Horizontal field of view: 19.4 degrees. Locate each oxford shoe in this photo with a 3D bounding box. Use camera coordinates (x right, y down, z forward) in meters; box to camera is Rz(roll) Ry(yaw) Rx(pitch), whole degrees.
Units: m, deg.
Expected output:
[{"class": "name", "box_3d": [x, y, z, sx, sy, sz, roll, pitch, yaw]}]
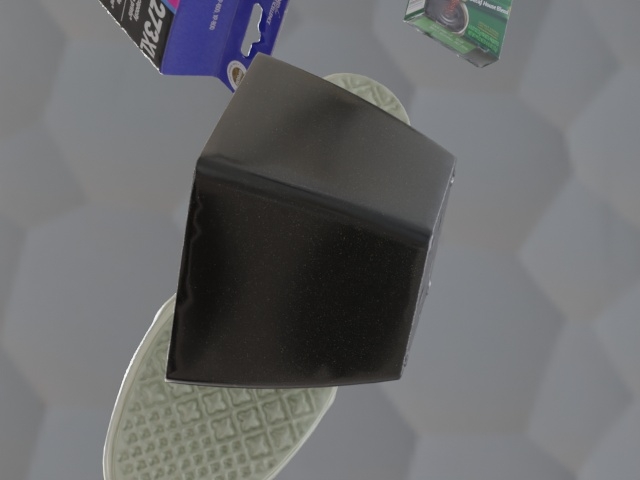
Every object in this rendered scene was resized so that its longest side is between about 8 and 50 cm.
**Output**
[{"class": "oxford shoe", "box_3d": [-0.053, 0.057, 1.635, 0.169, 0.449, 0.130, 31, -23, -13]}]

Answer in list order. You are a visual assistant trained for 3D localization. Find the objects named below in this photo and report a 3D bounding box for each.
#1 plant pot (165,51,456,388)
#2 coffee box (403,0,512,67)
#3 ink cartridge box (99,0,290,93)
[{"class": "plant pot", "box_3d": [0.000, 0.000, 1.347, 0.167, 0.188, 0.187, 14, -58, 6]}, {"class": "coffee box", "box_3d": [0.160, -0.293, 2.025, 0.113, 0.184, 0.040, 29, -27, -27]}, {"class": "ink cartridge box", "box_3d": [-0.176, -0.299, 1.859, 0.069, 0.371, 0.176, -26, -28, -35]}]
